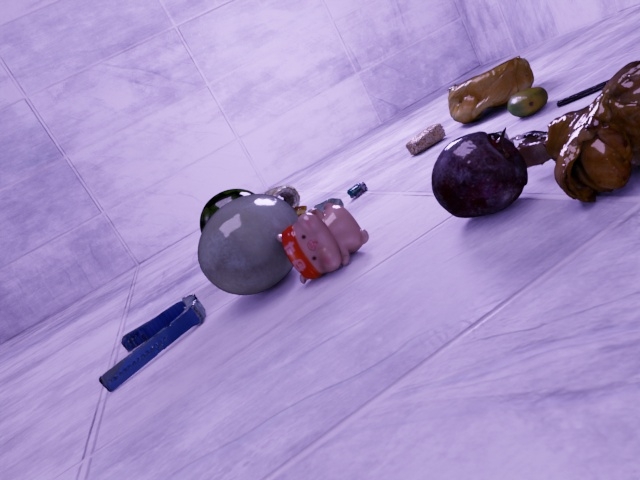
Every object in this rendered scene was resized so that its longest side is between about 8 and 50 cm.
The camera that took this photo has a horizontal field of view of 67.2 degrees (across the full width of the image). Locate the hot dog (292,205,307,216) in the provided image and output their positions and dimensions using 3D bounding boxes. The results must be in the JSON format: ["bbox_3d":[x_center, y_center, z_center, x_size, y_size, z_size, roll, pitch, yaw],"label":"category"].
[{"bbox_3d":[-0.176,-0.084,1.923,0.262,0.093,0.123,-4,16,26],"label":"hot dog"}]

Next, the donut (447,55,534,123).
[{"bbox_3d":[0.679,-0.605,1.955,0.360,0.170,0.360,-25,9,5],"label":"donut"}]

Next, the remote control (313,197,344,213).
[{"bbox_3d":[0.006,-0.068,1.578,0.128,0.065,0.335,-22,16,13],"label":"remote control"}]

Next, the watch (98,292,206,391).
[{"bbox_3d":[-0.443,0.257,1.305,0.275,0.068,0.276,-30,15,-5],"label":"watch"}]

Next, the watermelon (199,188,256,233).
[{"bbox_3d":[-0.281,-0.045,1.646,0.269,0.269,0.269,-27,15,8],"label":"watermelon"}]

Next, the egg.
[{"bbox_3d":[-0.182,0.006,1.299,0.259,0.258,0.352,-23,14,22],"label":"egg"}]

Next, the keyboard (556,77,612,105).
[{"bbox_3d":[0.832,-0.465,1.486,0.197,0.015,0.074,-20,16,29],"label":"keyboard"}]

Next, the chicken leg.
[{"bbox_3d":[0.498,-0.180,0.897,0.295,0.182,0.409,-50,16,-14],"label":"chicken leg"}]

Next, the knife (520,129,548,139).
[{"bbox_3d":[0.593,-0.285,1.305,0.046,0.021,0.222,-26,11,6],"label":"knife"}]

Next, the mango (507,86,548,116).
[{"bbox_3d":[0.699,-0.473,1.620,0.122,0.085,0.191,-20,18,42],"label":"mango"}]

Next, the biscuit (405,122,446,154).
[{"bbox_3d":[0.424,-0.408,1.944,0.168,0.070,0.082,-35,9,-15],"label":"biscuit"}]

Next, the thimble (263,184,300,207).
[{"bbox_3d":[-0.186,-0.152,2.089,0.190,0.137,0.143,-51,24,-21],"label":"thimble"}]

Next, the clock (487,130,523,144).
[{"bbox_3d":[0.468,-0.255,1.358,0.191,0.062,0.151,-32,15,-14],"label":"clock"}]

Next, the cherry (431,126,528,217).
[{"bbox_3d":[0.326,-0.135,1.004,0.195,0.195,0.195,-27,15,8],"label":"cherry"}]

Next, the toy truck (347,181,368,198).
[{"bbox_3d":[0.136,-0.188,1.784,0.083,0.044,0.039,-39,21,-33],"label":"toy truck"}]

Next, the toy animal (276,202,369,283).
[{"bbox_3d":[0.000,0.000,1.182,0.198,0.171,0.171,-33,15,-24],"label":"toy animal"}]
